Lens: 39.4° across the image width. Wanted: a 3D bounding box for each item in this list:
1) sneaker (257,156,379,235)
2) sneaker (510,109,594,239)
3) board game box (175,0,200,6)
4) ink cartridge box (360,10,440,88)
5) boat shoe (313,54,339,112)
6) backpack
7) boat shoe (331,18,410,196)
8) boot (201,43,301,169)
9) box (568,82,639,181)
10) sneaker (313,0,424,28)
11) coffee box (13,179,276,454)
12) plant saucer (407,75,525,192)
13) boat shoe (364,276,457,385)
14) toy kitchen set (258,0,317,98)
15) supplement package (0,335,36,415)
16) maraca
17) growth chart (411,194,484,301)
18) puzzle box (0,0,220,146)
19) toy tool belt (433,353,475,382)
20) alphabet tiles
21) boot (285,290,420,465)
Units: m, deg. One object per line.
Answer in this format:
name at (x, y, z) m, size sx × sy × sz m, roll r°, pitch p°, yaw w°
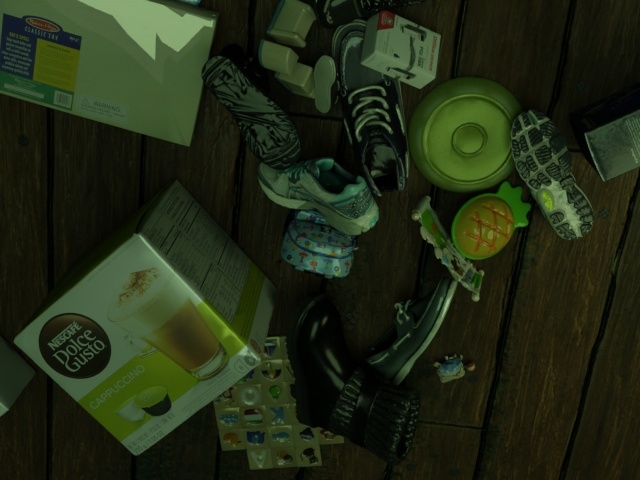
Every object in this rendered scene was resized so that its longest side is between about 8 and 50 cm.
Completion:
sneaker at (-0.009, -0.121, 1.717) m, size 0.283 × 0.110 × 0.122 m, roll 23°, pitch 145°, yaw 31°
sneaker at (0.436, -0.125, 1.748) m, size 0.107 × 0.110 × 0.275 m, roll -26°, pitch 105°, yaw -1°
board game box at (-0.288, -0.541, 1.662) m, size 0.211 × 0.039 × 0.160 m, roll 36°, pitch 109°, yaw -11°
ink cartridge box at (0.150, -0.356, 1.658) m, size 0.135 × 0.056 × 0.099 m, roll 17°, pitch 69°, yaw -22°
boat shoe at (0.016, -0.300, 1.685) m, size 0.046 × 0.038 × 0.125 m, roll 25°, pitch 138°, yaw 24°
backpack at (0.000, 0.000, 1.786) m, size 0.158 × 0.173 × 0.117 m, roll 17°, pitch 111°, yaw -3°
boat shoe at (0.103, -0.246, 1.692) m, size 0.127 × 0.158 × 0.341 m, roll -16°, pitch 110°, yaw 9°
boot at (-0.115, -0.258, 1.671) m, size 0.094 × 0.207 × 0.246 m, roll -38°, pitch 100°, yaw 15°
box at (0.594, -0.216, 1.682) m, size 0.207 × 0.153 × 0.108 m, roll -24°, pitch 108°, yaw 11°
sneaker at (0.124, -0.457, 1.577) m, size 0.283 × 0.124 × 0.107 m, roll -34°, pitch 139°, yaw -3°
coffee box at (-0.328, 0.141, 1.769) m, size 0.337 × 0.338 × 0.334 m, roll -38°, pitch 104°, yaw 15°
plant saucer at (0.292, -0.202, 1.765) m, size 0.241 × 0.037 × 0.241 m, roll 1°, pitch 112°, yaw 3°
boat shoe at (0.184, 0.180, 1.850) m, size 0.099 × 0.116 × 0.319 m, roll 30°, pitch 132°, yaw 5°
toy kitchen set at (-0.045, -0.401, 1.683) m, size 0.122 × 0.166 × 0.207 m, roll 23°, pitch 86°, yaw 26°
supplement package at (-0.812, 0.344, 1.960) m, size 0.293 × 0.175 × 0.177 m, roll -36°, pitch 104°, yaw 15°
maraca at (0.344, -0.039, 1.797) m, size 0.185 × 0.099 × 0.127 m, roll -34°, pitch 110°, yaw -12°
growth chart at (0.256, 0.015, 1.784) m, size 0.021 × 0.172 × 0.237 m, roll -31°, pitch 104°, yaw 22°
puzzle box at (-0.417, -0.361, 1.709) m, size 0.408 × 0.052 × 0.272 m, roll 16°, pitch 122°, yaw -4°
toy tool belt at (0.291, 0.273, 1.942) m, size 0.083 × 0.052 × 0.051 m, roll -22°, pitch 117°, yaw 10°
alphabet tiles at (-0.100, 0.370, 2.023) m, size 0.285 × 0.011 × 0.343 m, roll -5°, pitch 111°, yaw 5°
boot at (0.076, 0.283, 1.849) m, size 0.260 × 0.131 × 0.348 m, roll 16°, pitch 126°, yaw 34°
